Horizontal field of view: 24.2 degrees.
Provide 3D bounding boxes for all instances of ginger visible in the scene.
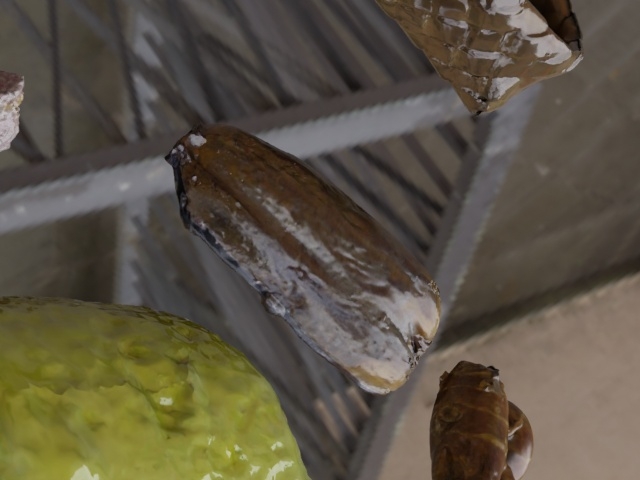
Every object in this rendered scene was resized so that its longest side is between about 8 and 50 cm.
[{"bbox_3d":[0.127,0.186,1.224,0.073,0.162,0.103,-14,134,29],"label":"ginger"}]

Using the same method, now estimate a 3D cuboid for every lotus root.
[{"bbox_3d":[0.000,-0.001,1.410,0.078,0.329,0.167,-30,-153,44],"label":"lotus root"}]

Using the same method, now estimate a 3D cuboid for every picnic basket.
[{"bbox_3d":[0.205,-0.345,1.581,0.337,0.293,0.337,0,127,0],"label":"picnic basket"}]

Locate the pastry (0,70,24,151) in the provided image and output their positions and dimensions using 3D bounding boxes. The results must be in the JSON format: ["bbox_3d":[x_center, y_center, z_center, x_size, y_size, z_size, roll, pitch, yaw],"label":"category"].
[{"bbox_3d":[-0.440,-0.134,1.618,0.265,0.103,0.112,-3,116,-46],"label":"pastry"}]

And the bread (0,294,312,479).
[{"bbox_3d":[-0.189,0.202,1.058,0.308,0.348,0.348,-3,142,-38],"label":"bread"}]
